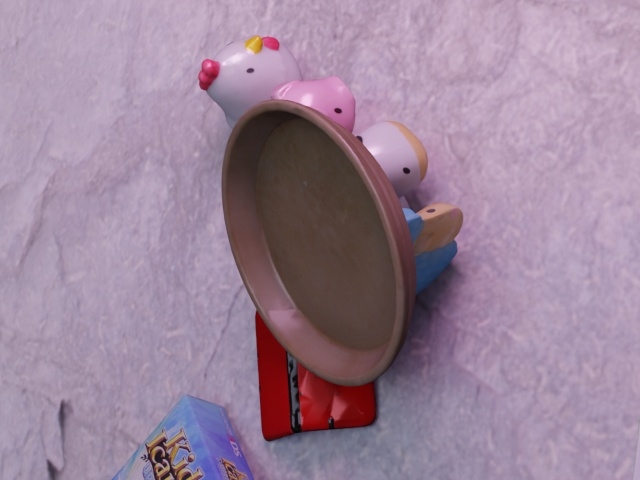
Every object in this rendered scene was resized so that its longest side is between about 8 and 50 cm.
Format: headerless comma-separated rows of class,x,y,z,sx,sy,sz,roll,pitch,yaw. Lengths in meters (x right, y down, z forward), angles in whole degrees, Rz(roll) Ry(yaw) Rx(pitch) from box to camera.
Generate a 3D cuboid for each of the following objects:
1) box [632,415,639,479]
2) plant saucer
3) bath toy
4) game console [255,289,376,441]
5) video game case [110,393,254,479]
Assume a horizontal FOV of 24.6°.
box,0.326,0.262,1.010,0.231,0.127,0.262,4,72,20
plant saucer,0.000,0.000,1.362,0.278,0.041,0.278,34,135,43
bath toy,-0.004,-0.095,1.462,0.151,0.129,0.348,-53,56,17
game console,-0.007,0.126,1.493,0.124,0.085,0.144,-5,77,4
video game case,-0.153,0.333,1.488,0.244,0.061,0.269,-48,41,17
